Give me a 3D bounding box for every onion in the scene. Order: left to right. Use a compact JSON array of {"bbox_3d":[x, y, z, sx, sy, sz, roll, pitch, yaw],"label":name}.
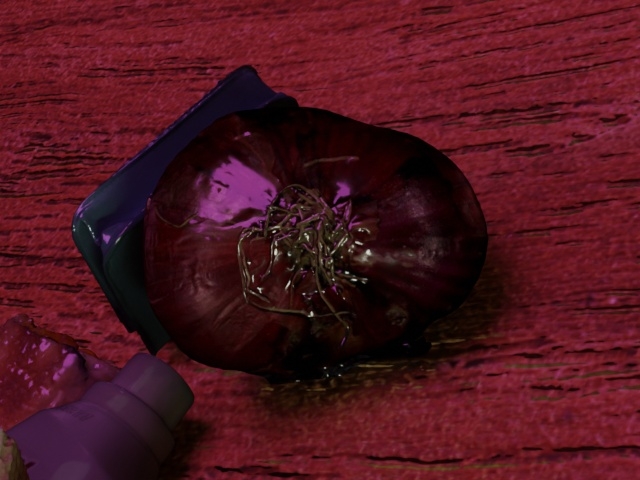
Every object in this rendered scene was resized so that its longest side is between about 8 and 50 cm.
[{"bbox_3d":[-0.002,-0.001,1.328,0.281,0.281,0.221,-10,85,33],"label":"onion"}]

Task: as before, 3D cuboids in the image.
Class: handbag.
[{"bbox_3d":[-0.099,-0.022,1.471,0.229,0.179,0.062,-42,51,-17],"label":"handbag"}]

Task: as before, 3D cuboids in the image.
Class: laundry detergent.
[{"bbox_3d":[-0.255,0.249,1.313,0.264,0.125,0.398,11,54,45],"label":"laundry detergent"}]

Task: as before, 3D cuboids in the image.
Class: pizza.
[{"bbox_3d":[-0.298,0.161,1.489,0.305,0.085,0.161,-21,58,23],"label":"pizza"}]

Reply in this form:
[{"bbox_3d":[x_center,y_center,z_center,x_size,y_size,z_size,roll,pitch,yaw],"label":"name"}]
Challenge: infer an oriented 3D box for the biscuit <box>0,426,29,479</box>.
[{"bbox_3d":[-0.243,0.325,1.054,0.078,0.144,0.426,-1,50,2],"label":"biscuit"}]
